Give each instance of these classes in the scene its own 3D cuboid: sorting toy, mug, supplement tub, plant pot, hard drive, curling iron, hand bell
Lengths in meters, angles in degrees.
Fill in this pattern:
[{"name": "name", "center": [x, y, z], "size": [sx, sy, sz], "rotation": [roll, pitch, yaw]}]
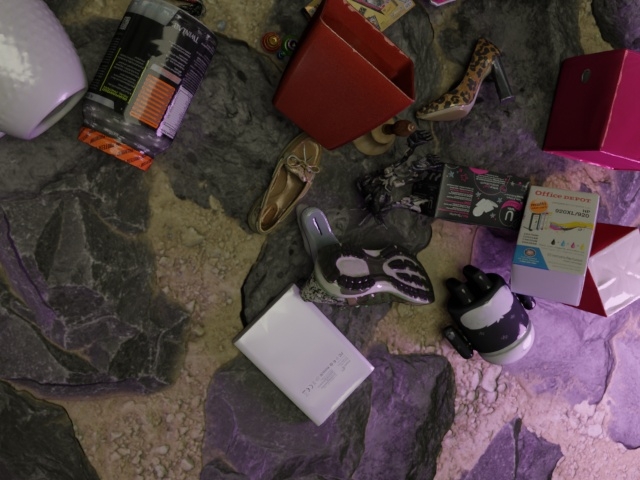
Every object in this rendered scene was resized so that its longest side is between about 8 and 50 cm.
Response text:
[{"name": "sorting toy", "center": [-0.091, -0.469, 1.686], "size": [0.102, 0.042, 0.061], "rotation": [1, 96, -17]}, {"name": "mug", "center": [-0.678, -0.352, 1.422], "size": [0.374, 0.276, 0.328], "rotation": [-37, 103, 25]}, {"name": "supplement tub", "center": [-0.381, -0.336, 1.530], "size": [0.207, 0.207, 0.338], "rotation": [26, 88, -18]}, {"name": "plant pot", "center": [0.038, -0.372, 1.614], "size": [0.267, 0.267, 0.236], "rotation": [38, 120, -17]}, {"name": "hard drive", "center": [-0.040, 0.291, 1.788], "size": [0.210, 0.040, 0.318], "rotation": [-45, 106, -8]}, {"name": "curling iron", "center": [-0.392, -0.558, 1.590], "size": [0.274, 0.035, 0.068], "rotation": [17, 91, -18]}, {"name": "hand bell", "center": [0.167, -0.266, 1.681], "size": [0.126, 0.242, 0.126], "rotation": [-2, 97, -16]}]

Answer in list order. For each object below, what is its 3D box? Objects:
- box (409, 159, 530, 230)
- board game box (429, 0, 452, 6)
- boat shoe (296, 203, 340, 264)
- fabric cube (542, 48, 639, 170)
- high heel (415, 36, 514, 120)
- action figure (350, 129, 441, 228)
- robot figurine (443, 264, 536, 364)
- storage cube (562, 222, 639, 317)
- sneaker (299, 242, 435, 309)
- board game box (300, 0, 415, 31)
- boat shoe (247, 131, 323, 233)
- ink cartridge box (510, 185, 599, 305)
[{"name": "box", "center": [0.378, -0.114, 1.802], "size": [0.247, 0.163, 0.142], "rotation": [9, 96, -18]}, {"name": "board game box", "center": [0.379, -0.822, 1.740], "size": [0.390, 0.050, 0.389], "rotation": [-22, 90, -13]}, {"name": "boat shoe", "center": [0.000, 0.000, 1.750], "size": [0.083, 0.076, 0.226], "rotation": [-27, 125, -17]}, {"name": "fabric cube", "center": [0.784, -0.333, 1.851], "size": [0.259, 0.254, 0.258], "rotation": [11, 95, -18]}, {"name": "high heel", "center": [0.352, -0.416, 1.821], "size": [0.261, 0.093, 0.186], "rotation": [-16, 78, -2]}, {"name": "action figure", "center": [0.192, -0.136, 1.728], "size": [0.141, 0.275, 0.164], "rotation": [-2, 58, -36]}, {"name": "robot figurine", "center": [0.445, 0.198, 1.856], "size": [0.278, 0.209, 0.173], "rotation": [53, 37, -15]}, {"name": "storage cube", "center": [0.761, 0.076, 1.922], "size": [0.215, 0.193, 0.183], "rotation": [-28, 103, -13]}, {"name": "sneaker", "center": [0.115, 0.110, 1.774], "size": [0.410, 0.182, 0.158], "rotation": [11, 55, -36]}, {"name": "board game box", "center": [0.094, -0.573, 1.729], "size": [0.243, 0.042, 0.165], "rotation": [-40, 106, -9]}, {"name": "boat shoe", "center": [-0.074, -0.136, 1.704], "size": [0.105, 0.089, 0.285], "rotation": [29, 87, -17]}, {"name": "ink cartridge box", "center": [0.582, 0.010, 1.744], "size": [0.171, 0.168, 0.232], "rotation": [11, 63, 21]}]
